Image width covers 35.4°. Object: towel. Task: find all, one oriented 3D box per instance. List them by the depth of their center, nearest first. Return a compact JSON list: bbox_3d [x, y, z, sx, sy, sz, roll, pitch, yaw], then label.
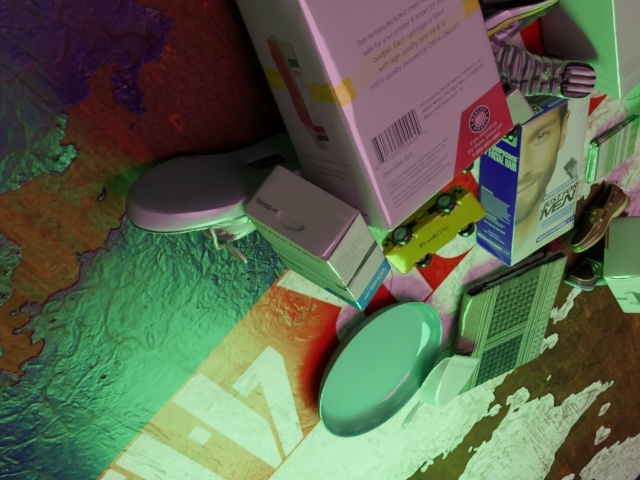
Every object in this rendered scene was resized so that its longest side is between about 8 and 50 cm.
[{"bbox_3d":[0.630,-0.198,2.165,0.152,0.023,0.113,-33,140,-26],"label":"towel"},{"bbox_3d":[0.399,0.181,2.214,0.312,0.056,0.324,-19,134,-31],"label":"towel"}]

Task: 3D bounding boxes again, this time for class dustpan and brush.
[{"bbox_3d":[0.239,0.322,2.112,0.147,0.060,0.211,16,103,-57],"label":"dustpan and brush"}]

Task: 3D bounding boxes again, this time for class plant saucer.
[{"bbox_3d":[0.111,0.246,1.968,0.317,0.043,0.318,-27,136,-29],"label":"plant saucer"}]

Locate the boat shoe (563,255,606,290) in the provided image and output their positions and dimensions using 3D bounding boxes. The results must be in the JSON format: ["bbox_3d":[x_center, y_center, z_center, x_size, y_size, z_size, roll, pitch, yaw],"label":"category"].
[{"bbox_3d":[0.627,0.070,2.342,0.183,0.066,0.066,-11,122,-53],"label":"boat shoe"}]

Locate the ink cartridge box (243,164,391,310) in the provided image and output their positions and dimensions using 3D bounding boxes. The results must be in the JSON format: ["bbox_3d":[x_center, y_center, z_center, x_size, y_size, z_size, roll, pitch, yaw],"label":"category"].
[{"bbox_3d":[0.000,0.000,1.388,0.086,0.148,0.203,-54,154,-11],"label":"ink cartridge box"}]

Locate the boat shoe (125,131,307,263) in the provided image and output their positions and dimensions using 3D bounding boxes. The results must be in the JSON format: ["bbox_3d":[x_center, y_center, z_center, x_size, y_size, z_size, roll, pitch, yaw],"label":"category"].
[{"bbox_3d":[-0.126,-0.045,1.443,0.367,0.135,0.157,-25,139,-44],"label":"boat shoe"}]

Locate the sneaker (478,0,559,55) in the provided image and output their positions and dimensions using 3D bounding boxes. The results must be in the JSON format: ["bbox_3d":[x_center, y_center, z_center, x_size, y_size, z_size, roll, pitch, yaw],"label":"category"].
[{"bbox_3d":[0.265,-0.342,1.628,0.300,0.111,0.121,-29,147,-19],"label":"sneaker"}]

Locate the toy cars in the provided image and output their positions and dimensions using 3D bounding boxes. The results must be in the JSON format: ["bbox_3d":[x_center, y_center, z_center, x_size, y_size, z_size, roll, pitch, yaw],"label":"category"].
[{"bbox_3d":[0.214,-0.112,1.689,0.176,0.087,0.394,-3,132,-27],"label":"toy cars"}]

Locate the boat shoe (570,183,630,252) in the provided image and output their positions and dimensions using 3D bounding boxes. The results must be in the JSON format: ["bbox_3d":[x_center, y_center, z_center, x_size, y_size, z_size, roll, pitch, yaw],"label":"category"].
[{"bbox_3d":[0.613,-0.052,2.235,0.060,0.064,0.178,44,83,-21],"label":"boat shoe"}]

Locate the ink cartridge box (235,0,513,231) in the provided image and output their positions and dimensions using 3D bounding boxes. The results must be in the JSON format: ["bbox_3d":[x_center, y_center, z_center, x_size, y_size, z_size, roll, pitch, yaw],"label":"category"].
[{"bbox_3d":[0.077,-0.254,1.355,0.279,0.160,0.385,-38,124,-25],"label":"ink cartridge box"}]

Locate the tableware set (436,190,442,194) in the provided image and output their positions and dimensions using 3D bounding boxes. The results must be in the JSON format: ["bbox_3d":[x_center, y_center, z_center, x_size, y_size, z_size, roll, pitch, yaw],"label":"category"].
[{"bbox_3d":[0.173,-0.101,1.774,0.154,0.024,0.104,-10,132,-43],"label":"tableware set"}]

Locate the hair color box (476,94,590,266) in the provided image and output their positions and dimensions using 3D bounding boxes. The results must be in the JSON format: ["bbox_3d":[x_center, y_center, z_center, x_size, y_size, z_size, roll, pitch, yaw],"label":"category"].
[{"bbox_3d":[0.401,-0.135,1.911,0.185,0.110,0.339,-29,135,-25],"label":"hair color box"}]

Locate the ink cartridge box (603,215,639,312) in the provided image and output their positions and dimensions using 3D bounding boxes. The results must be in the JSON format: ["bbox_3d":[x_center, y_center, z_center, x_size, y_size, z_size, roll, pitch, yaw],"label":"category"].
[{"bbox_3d":[0.736,0.059,2.359,0.218,0.092,0.159,44,49,-54],"label":"ink cartridge box"}]

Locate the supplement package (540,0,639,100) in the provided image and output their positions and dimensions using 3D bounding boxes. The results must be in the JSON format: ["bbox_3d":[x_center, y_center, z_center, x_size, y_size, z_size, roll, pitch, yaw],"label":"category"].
[{"bbox_3d":[0.493,-0.425,1.716,0.175,0.177,0.293,-42,142,-14],"label":"supplement package"}]

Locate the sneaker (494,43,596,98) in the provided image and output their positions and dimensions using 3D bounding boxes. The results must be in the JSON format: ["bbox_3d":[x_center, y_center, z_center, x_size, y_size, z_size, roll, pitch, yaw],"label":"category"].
[{"bbox_3d":[0.354,-0.297,1.756,0.228,0.132,0.086,10,106,-10],"label":"sneaker"}]
